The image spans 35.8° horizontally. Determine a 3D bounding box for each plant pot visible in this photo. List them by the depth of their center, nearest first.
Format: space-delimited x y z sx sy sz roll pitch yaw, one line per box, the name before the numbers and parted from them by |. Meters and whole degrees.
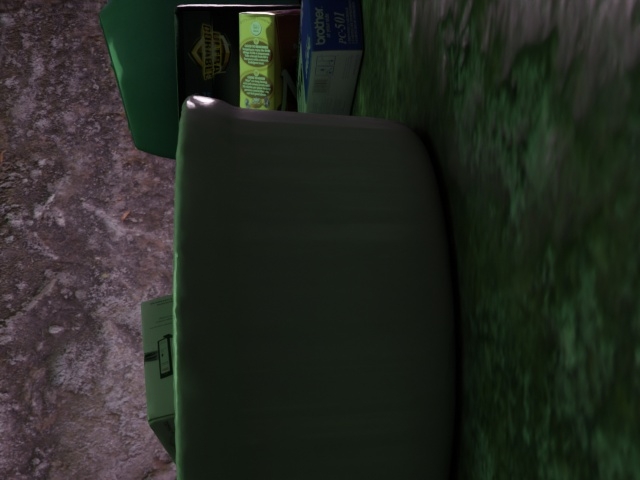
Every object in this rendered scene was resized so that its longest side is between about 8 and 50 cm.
plant pot | -0.155 -0.236 1.302 0.293 0.235 0.293 164 90 -80

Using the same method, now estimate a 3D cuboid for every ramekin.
ramekin | -0.010 0.055 0.576 0.277 0.135 0.277 179 90 -85

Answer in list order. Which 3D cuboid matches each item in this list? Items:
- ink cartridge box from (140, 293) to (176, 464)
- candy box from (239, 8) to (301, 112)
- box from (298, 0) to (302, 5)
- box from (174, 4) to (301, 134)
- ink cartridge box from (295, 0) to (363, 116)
ink cartridge box | -0.194 0.199 1.431 0.148 0.085 0.203 72 -176 -52
candy box | -0.036 -0.152 1.064 0.109 0.053 0.187 -23 -63 -53
box | -0.066 -0.444 1.572 0.322 0.079 0.257 102 168 -70
box | -0.080 -0.164 1.162 0.051 0.175 0.220 -103 13 -74
ink cartridge box | 0.004 -0.164 0.913 0.207 0.046 0.097 102 166 -70
